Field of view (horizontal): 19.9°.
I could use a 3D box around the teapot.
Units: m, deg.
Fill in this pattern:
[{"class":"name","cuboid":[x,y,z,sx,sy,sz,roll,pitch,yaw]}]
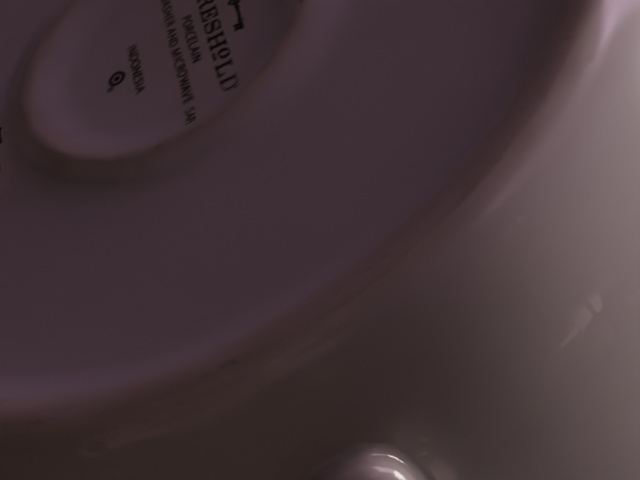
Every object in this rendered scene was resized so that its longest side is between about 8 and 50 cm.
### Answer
[{"class":"teapot","cuboid":[0.006,0.015,0.452,0.252,0.256,0.187,8,-34,38]}]
